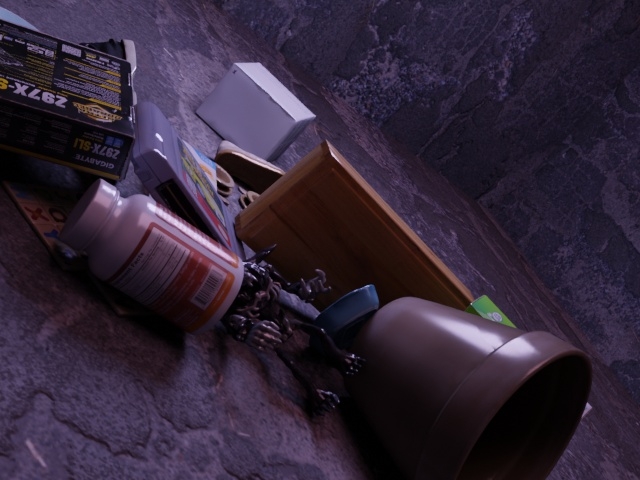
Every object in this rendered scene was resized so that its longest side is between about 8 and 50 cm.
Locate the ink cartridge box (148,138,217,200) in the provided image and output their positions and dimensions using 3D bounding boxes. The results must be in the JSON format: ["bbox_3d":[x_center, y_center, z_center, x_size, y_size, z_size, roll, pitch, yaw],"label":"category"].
[{"bbox_3d":[-0.235,-0.104,1.472,0.104,0.061,0.181,35,19,-24],"label":"ink cartridge box"}]

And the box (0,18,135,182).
[{"bbox_3d":[-0.414,-0.211,1.147,0.321,0.079,0.257,15,30,-23],"label":"box"}]

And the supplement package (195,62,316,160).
[{"bbox_3d":[-0.146,-0.295,1.987,0.194,0.149,0.203,43,17,1],"label":"supplement package"}]

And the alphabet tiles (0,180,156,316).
[{"bbox_3d":[-0.294,0.012,1.148,0.237,0.009,0.198,49,17,20],"label":"alphabet tiles"}]

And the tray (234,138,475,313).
[{"bbox_3d":[0.069,0.044,1.447,0.411,0.202,0.076,44,14,-28],"label":"tray"}]

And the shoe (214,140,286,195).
[{"bbox_3d":[-0.125,-0.140,1.784,0.219,0.076,0.058,31,25,-28],"label":"shoe"}]

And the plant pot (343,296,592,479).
[{"bbox_3d":[0.193,0.234,1.279,0.280,0.323,0.323,33,8,39],"label":"plant pot"}]

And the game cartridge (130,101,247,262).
[{"bbox_3d":[-0.198,-0.065,1.301,0.294,0.060,0.196,59,2,-35],"label":"game cartridge"}]

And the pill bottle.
[{"bbox_3d":[-0.214,0.019,1.087,0.216,0.121,0.121,36,18,-22],"label":"pill bottle"}]

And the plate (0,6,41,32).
[{"bbox_3d":[-0.519,-0.340,1.473,0.188,0.024,0.188,38,18,-14],"label":"plate"}]

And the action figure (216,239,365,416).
[{"bbox_3d":[-0.055,0.107,1.203,0.276,0.164,0.141,47,-27,-9],"label":"action figure"}]

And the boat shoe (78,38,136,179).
[{"bbox_3d":[-0.364,-0.228,1.405,0.113,0.127,0.340,7,47,-20],"label":"boat shoe"}]

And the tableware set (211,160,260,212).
[{"bbox_3d":[-0.158,-0.100,1.675,0.194,0.039,0.128,35,18,-23],"label":"tableware set"}]

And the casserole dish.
[{"bbox_3d":[0.041,0.132,1.345,0.037,0.114,0.188,57,-18,18],"label":"casserole dish"}]

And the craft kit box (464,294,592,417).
[{"bbox_3d":[0.286,0.262,1.445,0.250,0.247,0.061,48,39,18],"label":"craft kit box"}]
